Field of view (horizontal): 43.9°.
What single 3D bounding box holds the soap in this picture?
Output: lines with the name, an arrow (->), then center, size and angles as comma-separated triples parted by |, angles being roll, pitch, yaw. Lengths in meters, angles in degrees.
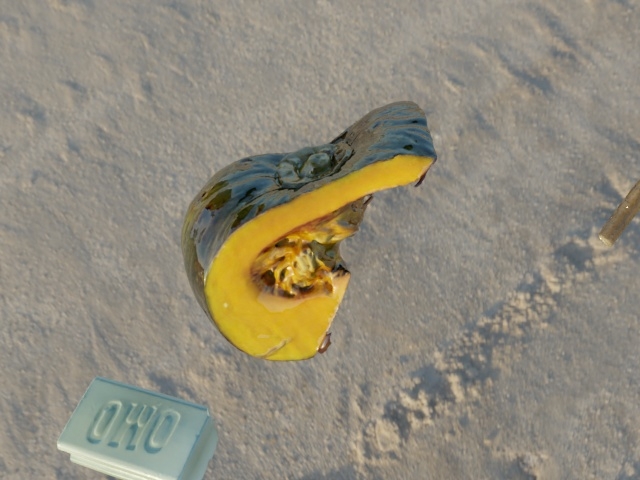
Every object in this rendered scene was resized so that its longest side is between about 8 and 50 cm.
soap -> -0.248, 0.272, 1.103 | 0.198, 0.066, 0.119 | 11, 57, 21

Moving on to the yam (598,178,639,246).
yam -> 0.447, -0.055, 1.128 | 0.032, 0.032, 0.145 | 37, 85, 31

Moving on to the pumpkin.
pumpkin -> 0.000, 0.001, 0.805 | 0.280, 0.190, 0.139 | -21, 31, 5
